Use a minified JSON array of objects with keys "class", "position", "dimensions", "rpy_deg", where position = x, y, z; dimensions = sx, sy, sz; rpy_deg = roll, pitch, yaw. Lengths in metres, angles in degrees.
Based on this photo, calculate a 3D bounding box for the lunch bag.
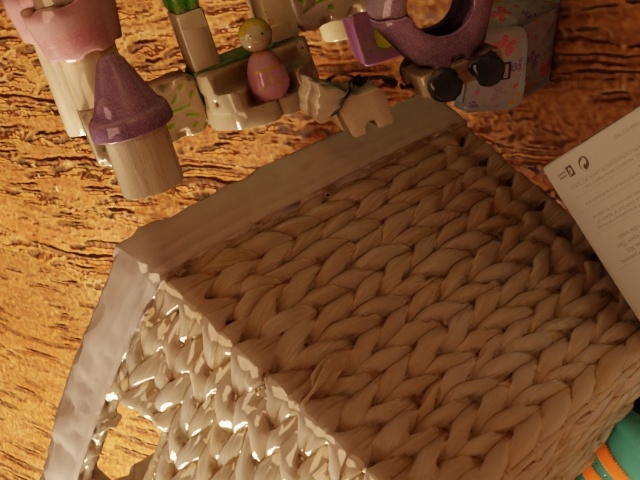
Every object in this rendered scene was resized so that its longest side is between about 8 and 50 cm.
[{"class":"lunch bag","position":[0.129,-0.133,1.046],"dimensions":[0.053,0.083,0.071],"rpy_deg":[32,134,34]}]

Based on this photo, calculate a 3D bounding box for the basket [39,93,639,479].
[{"class":"basket","position":[0.022,0.128,1.013],"dimensions":[0.266,0.331,0.328],"rpy_deg":[40,132,18]}]

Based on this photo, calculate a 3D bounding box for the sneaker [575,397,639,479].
[{"class":"sneaker","position":[0.246,0.167,1.107],"dimensions":[0.302,0.108,0.121],"rpy_deg":[153,124,-66]}]

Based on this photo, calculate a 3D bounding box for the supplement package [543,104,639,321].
[{"class":"supplement package","position":[0.281,0.008,0.913],"dimensions":[0.244,0.139,0.134],"rpy_deg":[57,145,2]}]

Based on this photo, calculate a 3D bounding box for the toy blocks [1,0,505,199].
[{"class":"toy blocks","position":[-0.077,-0.211,1.005],"dimensions":[0.309,0.288,0.260],"rpy_deg":[-136,27,-67]}]
